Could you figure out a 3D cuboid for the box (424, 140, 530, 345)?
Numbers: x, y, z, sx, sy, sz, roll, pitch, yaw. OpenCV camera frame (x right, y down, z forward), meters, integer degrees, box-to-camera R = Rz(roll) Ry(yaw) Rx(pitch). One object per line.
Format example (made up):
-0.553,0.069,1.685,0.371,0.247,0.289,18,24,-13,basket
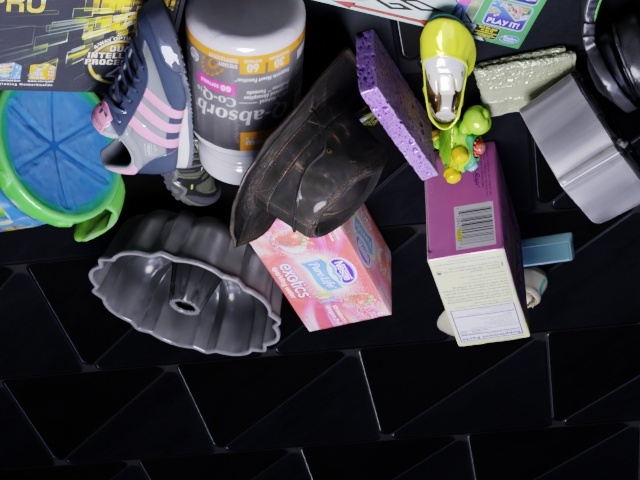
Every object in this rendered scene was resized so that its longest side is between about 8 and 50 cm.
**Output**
0.246,0.008,2.093,0.117,0.213,0.243,-9,141,13,box

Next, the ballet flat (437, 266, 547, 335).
0.298,0.127,2.352,0.086,0.086,0.248,26,135,-29,ballet flat

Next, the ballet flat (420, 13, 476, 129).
0.176,-0.225,1.861,0.077,0.077,0.231,3,158,5,ballet flat

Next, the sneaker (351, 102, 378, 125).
0.067,-0.181,2.001,0.083,0.031,0.035,-28,138,35,sneaker

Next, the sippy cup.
-0.450,-0.113,1.961,0.224,0.240,0.305,-18,101,38,sippy cup

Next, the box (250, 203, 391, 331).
0.000,0.000,2.144,0.154,0.142,0.300,-13,140,15,box

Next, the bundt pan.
-0.207,0.059,2.199,0.331,0.124,0.331,13,151,7,bundt pan

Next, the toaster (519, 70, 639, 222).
0.383,-0.135,1.910,0.110,0.168,0.186,-34,145,15,toaster

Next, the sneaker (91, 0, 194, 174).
-0.242,-0.189,1.780,0.131,0.112,0.319,-12,146,-11,sneaker

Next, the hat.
0.010,-0.101,1.859,0.134,0.331,0.331,31,142,11,hat

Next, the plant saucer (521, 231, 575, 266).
0.336,0.025,2.273,0.192,0.018,0.067,-7,141,12,plant saucer

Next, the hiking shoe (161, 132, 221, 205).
-0.189,-0.134,2.020,0.114,0.086,0.227,-11,140,20,hiking shoe

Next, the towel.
0.301,-0.229,1.939,0.148,0.027,0.110,-8,140,11,towel

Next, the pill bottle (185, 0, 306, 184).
-0.104,-0.217,1.841,0.162,0.162,0.278,2,138,-2,pill bottle

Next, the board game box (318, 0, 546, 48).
0.154,-0.372,1.745,0.317,0.046,0.213,11,142,-13,board game box

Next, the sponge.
0.110,-0.192,1.916,0.031,0.117,0.210,-19,138,20,sponge

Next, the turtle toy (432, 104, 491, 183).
0.214,-0.151,1.992,0.066,0.095,0.130,-9,150,-17,turtle toy

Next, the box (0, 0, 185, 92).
-0.373,-0.328,1.715,0.395,0.097,0.318,0,141,-19,box

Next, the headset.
0.482,-0.231,1.807,0.243,0.185,0.394,-6,130,9,headset
